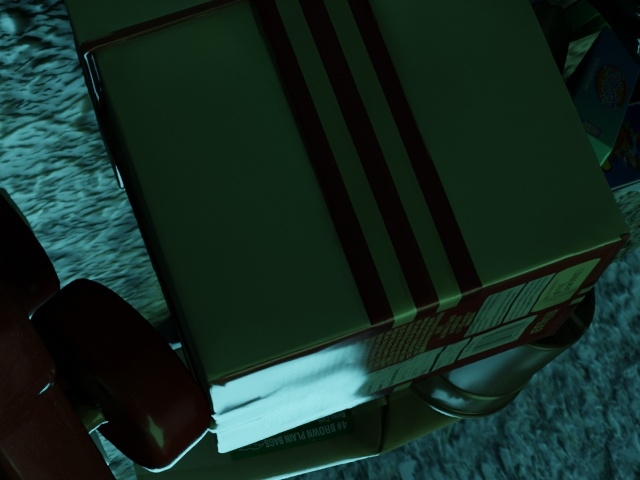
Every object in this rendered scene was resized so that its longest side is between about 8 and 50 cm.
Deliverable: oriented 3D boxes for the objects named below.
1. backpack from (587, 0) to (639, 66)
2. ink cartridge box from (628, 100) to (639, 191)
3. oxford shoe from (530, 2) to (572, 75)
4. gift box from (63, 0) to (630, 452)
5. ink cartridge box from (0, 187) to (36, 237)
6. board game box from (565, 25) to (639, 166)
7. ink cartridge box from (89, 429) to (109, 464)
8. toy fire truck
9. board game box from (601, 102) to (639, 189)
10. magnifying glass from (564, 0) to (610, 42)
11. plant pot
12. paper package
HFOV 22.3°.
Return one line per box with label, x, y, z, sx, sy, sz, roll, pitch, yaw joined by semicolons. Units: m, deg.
backpack;0.194;-0.190;0.945;0.115;0.182;0.152;-29;167;2
ink cartridge box;0.491;-0.132;1.900;0.308;0.091;0.385;-14;177;24
oxford shoe;0.159;-0.152;1.312;0.076;0.076;0.212;14;172;15
gift box;0.018;-0.057;0.901;0.276;0.258;0.255;-19;166;-12
ink cartridge box;-0.323;0.055;1.089;0.189;0.066;0.232;-16;159;-47
board game box;0.200;-0.072;1.368;0.160;0.047;0.210;-58;179;34
ink cartridge box;-0.322;0.197;1.515;0.207;0.119;0.353;-28;168;-4
toy fire truck;-0.201;0.025;0.744;0.169;0.302;0.254;-40;145;-19
board game box;0.150;-0.038;1.622;0.347;0.078;0.233;-17;175;-44
magnifying glass;0.220;-0.189;1.404;0.231;0.026;0.092;-30;168;-4
plant pot;0.172;0.070;1.578;0.167;0.167;0.165;-22;169;-31
paper package;-0.011;0.156;1.771;0.325;0.168;0.309;-19;178;34
